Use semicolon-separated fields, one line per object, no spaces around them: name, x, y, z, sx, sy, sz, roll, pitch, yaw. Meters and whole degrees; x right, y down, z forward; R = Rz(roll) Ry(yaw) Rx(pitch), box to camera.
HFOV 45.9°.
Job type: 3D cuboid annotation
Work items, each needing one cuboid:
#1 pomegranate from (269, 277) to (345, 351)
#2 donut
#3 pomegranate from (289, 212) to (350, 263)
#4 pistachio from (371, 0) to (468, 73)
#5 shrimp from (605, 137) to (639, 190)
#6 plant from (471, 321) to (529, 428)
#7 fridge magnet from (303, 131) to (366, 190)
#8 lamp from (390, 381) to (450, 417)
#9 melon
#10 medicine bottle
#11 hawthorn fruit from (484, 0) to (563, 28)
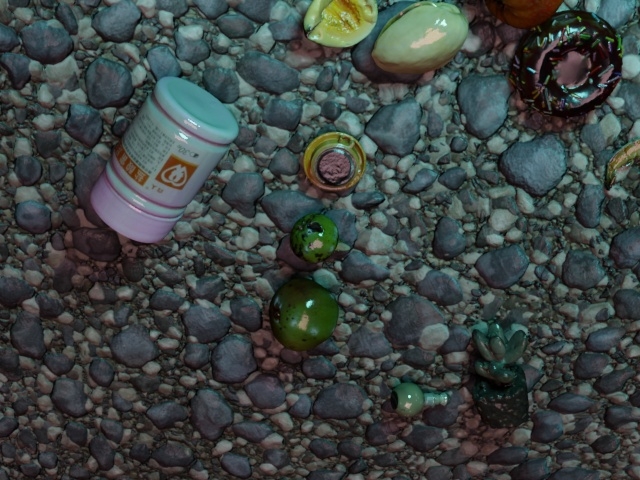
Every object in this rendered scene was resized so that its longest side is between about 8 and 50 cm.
pomegranate;-0.022;0.181;1.840;0.209;0.180;0.180;12;122;-38
donut;0.517;-0.356;1.571;0.235;0.089;0.235;0;118;0
pomegranate;0.000;0.000;1.770;0.161;0.122;0.122;20;121;-40
pistachio;0.205;-0.402;1.538;0.200;0.117;0.145;-26;119;16
shrimp;0.725;-0.134;1.709;0.148;0.035;0.195;-31;106;14
plant;0.449;0.339;1.910;0.146;0.149;0.275;-7;115;5
fridge magnet;0.032;-0.174;1.695;0.143;0.063;0.143;-1;117;-2
lamp;0.269;0.420;2.002;0.163;0.091;0.091;1;119;-17
melon;0.045;-0.462;1.540;0.160;0.079;0.128;-43;127;20
medicine bottle;-0.339;-0.171;1.630;0.202;0.202;0.316;32;114;-15
hawthorn fruit;0.411;-0.523;1.437;0.225;0.196;0.196;-41;111;3
